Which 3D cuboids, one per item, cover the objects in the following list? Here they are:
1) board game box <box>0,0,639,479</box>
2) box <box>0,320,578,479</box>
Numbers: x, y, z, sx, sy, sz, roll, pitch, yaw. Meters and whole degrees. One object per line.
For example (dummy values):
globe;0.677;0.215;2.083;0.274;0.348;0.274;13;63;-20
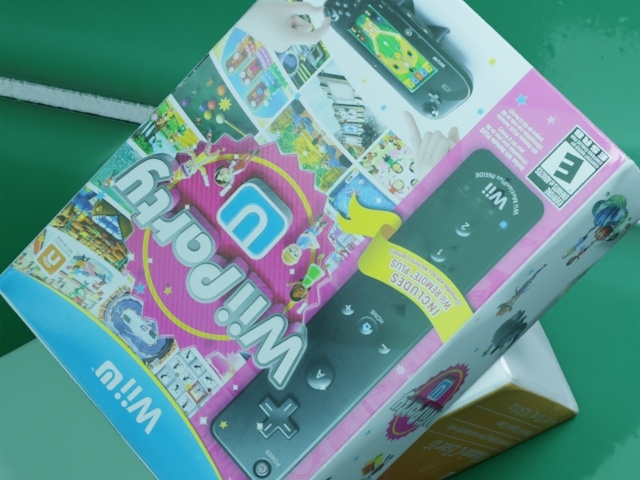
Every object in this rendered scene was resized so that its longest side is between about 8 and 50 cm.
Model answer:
board game box;0.000;0.000;0.995;0.303;0.097;0.224;-46;69;7
box;-0.036;0.106;1.154;0.345;0.215;0.168;-28;72;13
